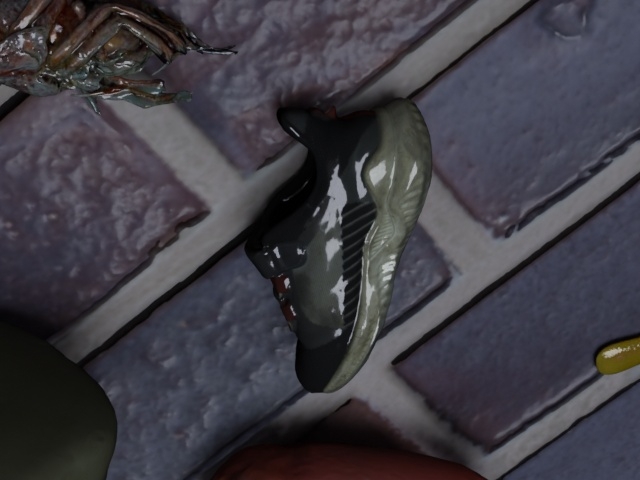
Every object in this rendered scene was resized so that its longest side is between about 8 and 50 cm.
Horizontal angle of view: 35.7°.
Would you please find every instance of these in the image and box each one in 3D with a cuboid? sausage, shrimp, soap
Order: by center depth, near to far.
[{"bbox_3d":[-0.142,-0.119,0.611,0.190,0.075,0.073,-2,88,-25],"label":"shrimp"},{"bbox_3d":[0.034,0.243,0.814,0.279,0.152,0.152,11,116,-18],"label":"sausage"},{"bbox_3d":[0.283,0.095,0.871,0.089,0.012,0.034,-18,122,-3],"label":"soap"}]

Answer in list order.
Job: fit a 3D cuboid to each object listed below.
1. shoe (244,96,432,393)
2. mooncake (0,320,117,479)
[{"bbox_3d":[0.000,0.000,0.704,0.112,0.099,0.228,14,111,-13],"label":"shoe"},{"bbox_3d":[-0.270,0.136,0.612,0.274,0.275,0.135,7,114,-18],"label":"mooncake"}]
